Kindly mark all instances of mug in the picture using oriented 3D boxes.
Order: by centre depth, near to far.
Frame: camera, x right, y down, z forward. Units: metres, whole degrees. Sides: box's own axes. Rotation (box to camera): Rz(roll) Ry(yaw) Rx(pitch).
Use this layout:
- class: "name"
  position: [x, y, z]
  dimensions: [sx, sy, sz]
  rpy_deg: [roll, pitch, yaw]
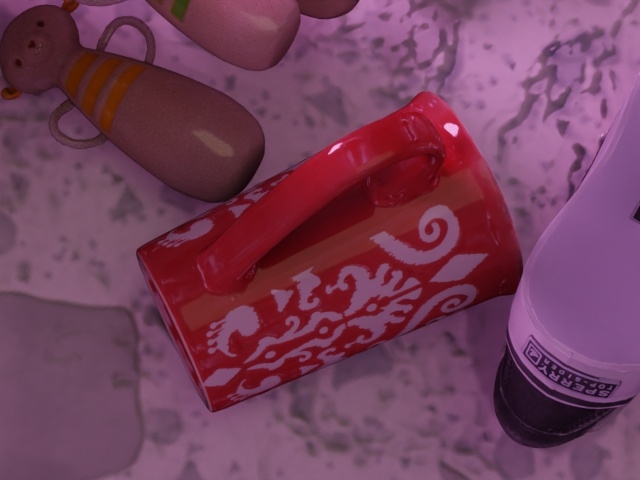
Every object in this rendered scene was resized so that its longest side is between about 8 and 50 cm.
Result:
- class: "mug"
  position: [-0.003, -0.004, 0.778]
  dimensions: [0.169, 0.150, 0.113]
  rpy_deg: [-25, 39, -8]

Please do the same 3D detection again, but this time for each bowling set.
- class: "bowling set"
  position: [-0.051, -0.176, 0.749]
  dimensions: [0.154, 0.200, 0.287]
  rpy_deg: [31, 84, 9]

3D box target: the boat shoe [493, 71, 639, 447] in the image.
- class: "boat shoe"
  position: [0.186, -0.009, 0.820]
  dimensions: [0.113, 0.105, 0.306]
  rpy_deg: [30, 53, 9]
